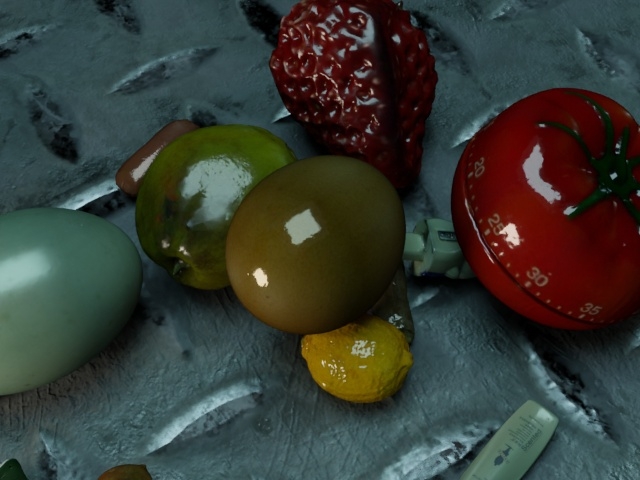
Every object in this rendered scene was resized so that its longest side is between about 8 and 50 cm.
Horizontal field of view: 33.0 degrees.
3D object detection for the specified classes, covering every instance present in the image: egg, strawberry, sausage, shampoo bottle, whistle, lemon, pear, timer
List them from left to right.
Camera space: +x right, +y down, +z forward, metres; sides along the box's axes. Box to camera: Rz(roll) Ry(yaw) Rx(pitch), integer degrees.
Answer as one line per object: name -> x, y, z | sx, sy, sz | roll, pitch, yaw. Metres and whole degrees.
egg -> -0.469, 0.094, 1.705 | 0.389, 0.276, 0.276 | -22, 55, -10
sausage -> -0.298, -0.154, 1.995 | 0.077, 0.077, 0.194 | 31, 62, 25
pear -> -0.161, -0.064, 1.804 | 0.269, 0.269, 0.321 | 23, 57, 21
egg -> 0.000, 0.000, 1.616 | 0.250, 0.250, 0.322 | 27, 42, 23
lemon -> 0.053, 0.179, 1.672 | 0.187, 0.142, 0.142 | 12, 56, 23
strawberry -> 0.068, -0.250, 1.917 | 0.295, 0.317, 0.345 | -9, 79, 0
whistle -> 0.199, 0.016, 1.787 | 0.244, 0.092, 0.110 | 3, 58, -21
shampoo bottle -> 0.270, 0.329, 1.597 | 0.072, 0.049, 0.212 | 35, 65, 22
timer -> 0.386, -0.044, 1.683 | 0.378, 0.279, 0.378 | 16, 53, -23

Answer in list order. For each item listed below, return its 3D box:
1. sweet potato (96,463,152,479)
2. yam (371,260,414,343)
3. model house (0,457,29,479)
sweet potato -> -0.347, 0.437, 1.558 | 0.097, 0.097, 0.292 | 33, 64, 26
yam -> 0.111, 0.039, 1.818 | 0.066, 0.066, 0.299 | -6, 54, 2
model house -> -0.486, 0.360, 1.586 | 0.117, 0.167, 0.088 | -38, 55, -15
